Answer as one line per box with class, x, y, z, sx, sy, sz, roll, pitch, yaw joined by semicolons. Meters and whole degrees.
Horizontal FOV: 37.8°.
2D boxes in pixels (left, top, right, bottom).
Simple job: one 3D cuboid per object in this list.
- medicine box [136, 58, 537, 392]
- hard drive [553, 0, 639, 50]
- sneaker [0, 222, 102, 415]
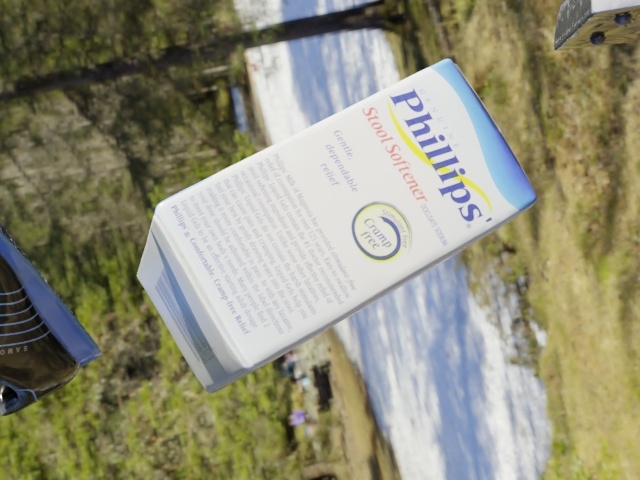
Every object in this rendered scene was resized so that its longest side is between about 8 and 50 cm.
medicine box;0.000;0.000;0.850;0.149;0.289;0.263;59;162;5
hard drive;0.339;-0.216;0.802;0.172;0.255;0.054;-11;-86;-87
sneaker;-0.240;0.038;0.646;0.081;0.090;0.232;37;160;44
